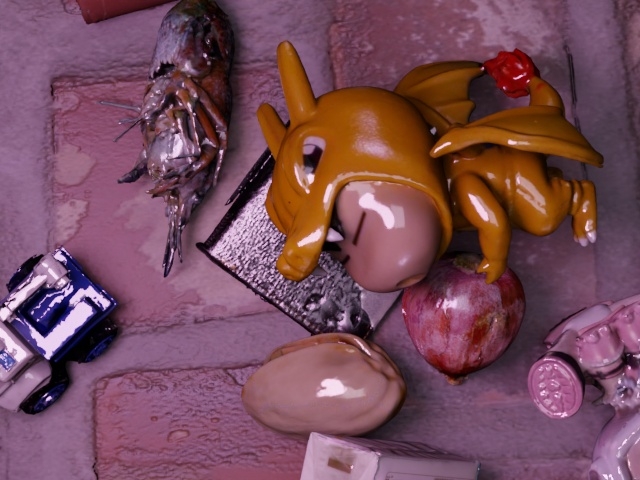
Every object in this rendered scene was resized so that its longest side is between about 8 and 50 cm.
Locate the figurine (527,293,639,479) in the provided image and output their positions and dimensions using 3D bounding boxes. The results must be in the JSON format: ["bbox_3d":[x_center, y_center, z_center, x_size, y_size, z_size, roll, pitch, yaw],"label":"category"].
[{"bbox_3d":[0.434,0.234,1.622,0.253,0.211,0.361,-31,84,6],"label":"figurine"}]

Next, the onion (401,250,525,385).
[{"bbox_3d":[0.182,0.109,1.685,0.160,0.159,0.194,4,116,3],"label":"onion"}]

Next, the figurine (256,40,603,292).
[{"bbox_3d":[0.126,-0.096,1.602,0.387,0.401,0.268,1,120,-11],"label":"figurine"}]

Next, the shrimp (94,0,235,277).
[{"bbox_3d":[-0.204,-0.144,1.729,0.172,0.137,0.372,7,76,39],"label":"shrimp"}]

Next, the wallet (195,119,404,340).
[{"bbox_3d":[0.000,0.000,1.733,0.262,0.071,0.221,37,87,-2],"label":"wallet"}]

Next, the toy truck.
[{"bbox_3d":[-0.376,0.117,1.684,0.161,0.177,0.213,45,88,4],"label":"toy truck"}]

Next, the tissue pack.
[{"bbox_3d":[0.078,0.344,1.617,0.124,0.225,0.184,12,87,41],"label":"tissue pack"}]

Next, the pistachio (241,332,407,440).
[{"bbox_3d":[0.007,0.191,1.677,0.215,0.144,0.143,-8,85,28],"label":"pistachio"}]

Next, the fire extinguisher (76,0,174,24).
[{"bbox_3d":[-0.170,-0.399,1.757,0.337,0.106,0.147,-15,61,0],"label":"fire extinguisher"}]
